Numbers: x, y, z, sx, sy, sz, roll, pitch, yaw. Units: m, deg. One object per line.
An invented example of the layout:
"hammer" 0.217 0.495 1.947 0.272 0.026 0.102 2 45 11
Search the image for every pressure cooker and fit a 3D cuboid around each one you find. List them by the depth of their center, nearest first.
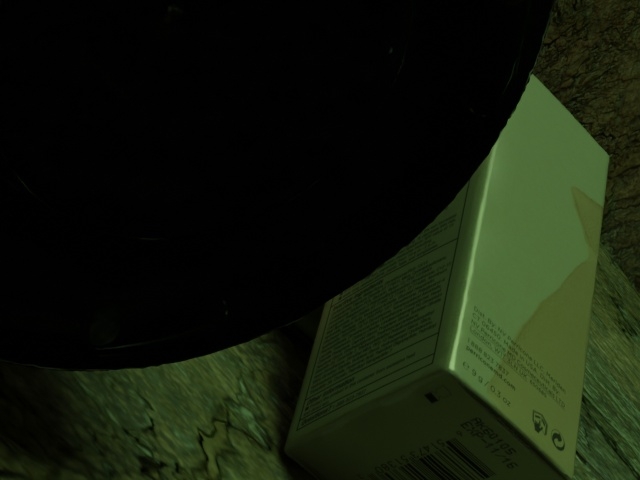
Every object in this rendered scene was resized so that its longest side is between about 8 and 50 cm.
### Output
"pressure cooker" -0.126 -0.188 0.794 0.420 0.375 0.370 -126 -151 -44

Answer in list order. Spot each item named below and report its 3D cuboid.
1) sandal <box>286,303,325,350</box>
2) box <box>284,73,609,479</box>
"sandal" -0.001 0.000 1.215 0.303 0.086 0.120 36 49 -19
"box" 0.093 0.033 1.101 0.121 0.148 0.311 42 41 -23
